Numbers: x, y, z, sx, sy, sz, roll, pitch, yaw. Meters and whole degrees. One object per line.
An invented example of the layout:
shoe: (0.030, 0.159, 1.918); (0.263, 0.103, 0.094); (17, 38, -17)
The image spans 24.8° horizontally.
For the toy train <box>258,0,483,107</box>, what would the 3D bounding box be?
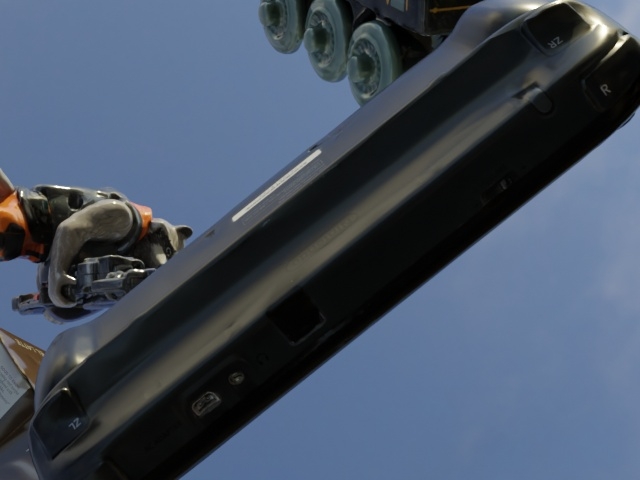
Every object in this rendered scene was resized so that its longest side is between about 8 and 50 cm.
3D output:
toy train: (0.052, -0.231, 1.245); (0.142, 0.334, 0.190); (-8, -64, -26)

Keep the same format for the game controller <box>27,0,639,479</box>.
game controller: (0.000, 0.000, 0.652); (0.319, 0.166, 0.067); (-38, -78, 0)

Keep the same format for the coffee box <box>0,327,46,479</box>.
coffee box: (-0.312, 0.204, 1.250); (0.098, 0.246, 0.141); (49, -175, 30)

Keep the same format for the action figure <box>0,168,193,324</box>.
action figure: (-0.271, -0.016, 1.465); (0.330, 0.341, 0.178); (14, -102, -32)
